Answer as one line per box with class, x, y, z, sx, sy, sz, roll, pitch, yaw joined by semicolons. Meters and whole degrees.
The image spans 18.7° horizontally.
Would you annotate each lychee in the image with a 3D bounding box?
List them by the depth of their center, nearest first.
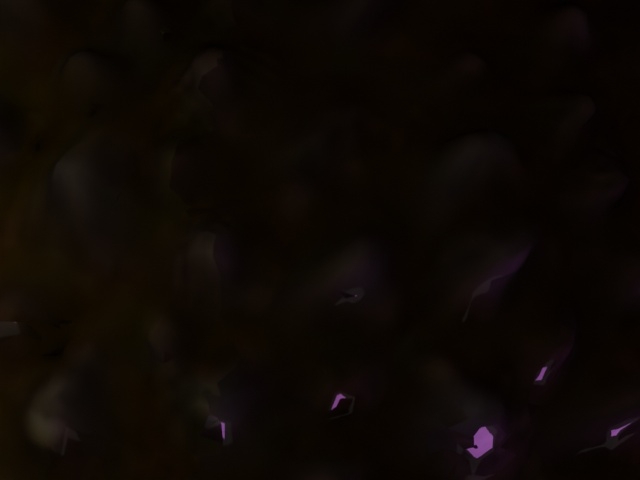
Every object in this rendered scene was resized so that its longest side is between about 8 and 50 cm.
lychee;0.000;0.000;0.631;0.380;0.380;0.432;-11;-161;26
